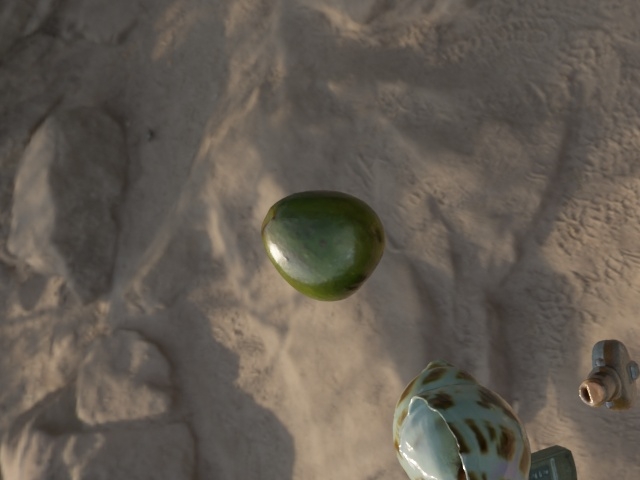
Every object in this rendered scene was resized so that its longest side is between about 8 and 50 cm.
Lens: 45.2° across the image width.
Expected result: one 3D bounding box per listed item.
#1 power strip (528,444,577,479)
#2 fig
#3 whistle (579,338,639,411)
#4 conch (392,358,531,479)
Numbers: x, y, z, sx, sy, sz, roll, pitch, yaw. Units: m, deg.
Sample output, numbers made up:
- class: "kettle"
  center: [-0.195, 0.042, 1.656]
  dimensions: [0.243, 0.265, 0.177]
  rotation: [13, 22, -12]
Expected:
- class: "power strip"
  center: [0.368, 0.460, 1.458]
  dimensions: [0.052, 0.272, 0.078]
  rotation: [178, 80, -73]
- class: "fig"
  center: [0.000, 0.000, 1.236]
  dimensions: [0.181, 0.191, 0.181]
  rotation: [-162, 90, -77]
- class: "whistle"
  center: [0.421, 0.201, 1.114]
  dimensions: [0.057, 0.220, 0.107]
  rotation: [-14, 82, 31]
- class: "conch"
  center: [0.225, 0.317, 1.270]
  dimensions: [0.368, 0.197, 0.249]
  rotation: [44, 153, 52]
